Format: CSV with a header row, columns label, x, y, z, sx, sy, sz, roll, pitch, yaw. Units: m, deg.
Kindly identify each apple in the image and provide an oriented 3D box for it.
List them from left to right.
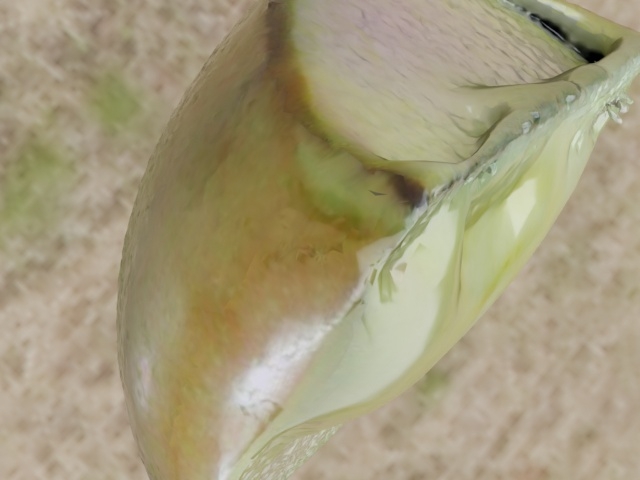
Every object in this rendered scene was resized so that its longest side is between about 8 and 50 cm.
label,x,y,z,sx,sy,sz,roll,pitch,yaw
apple,0.000,0.000,0.623,0.193,0.120,0.265,-56,169,27
